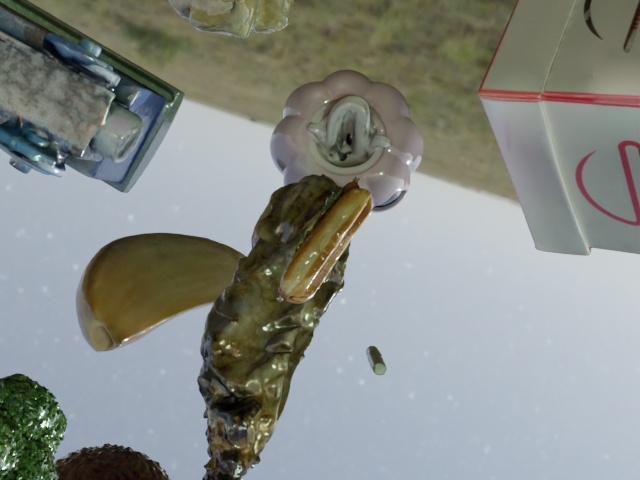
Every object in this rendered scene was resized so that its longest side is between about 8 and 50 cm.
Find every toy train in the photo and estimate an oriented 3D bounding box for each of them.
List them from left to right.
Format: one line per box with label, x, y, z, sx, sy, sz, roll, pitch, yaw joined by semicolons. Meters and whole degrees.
toy train;-0.276;-0.148;1.038;0.300;0.131;0.202;31;-176;7

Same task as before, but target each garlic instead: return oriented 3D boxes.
garlic;-0.209;0.084;1.793;0.339;0.151;0.196;-10;-141;-33

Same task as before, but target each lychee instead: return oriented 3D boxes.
lychee;-0.346;0.441;1.908;0.261;0.260;0.260;18;-175;-2

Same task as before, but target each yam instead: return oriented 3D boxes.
yam;0.073;0.158;1.590;0.021;0.021;0.116;18;-175;-5

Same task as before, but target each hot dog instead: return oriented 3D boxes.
hot dog;0.000;0.000;1.054;0.041;0.133;0.056;32;168;16

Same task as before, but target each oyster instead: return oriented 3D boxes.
oyster;-0.052;0.082;1.150;0.129;0.344;0.078;1;152;34

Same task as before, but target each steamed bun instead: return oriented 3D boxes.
steamed bun;-0.084;-0.308;1.304;0.106;0.177;0.192;7;-172;-41

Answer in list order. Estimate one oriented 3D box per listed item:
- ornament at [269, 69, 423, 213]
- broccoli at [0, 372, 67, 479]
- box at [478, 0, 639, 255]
ornament;0.030;-0.107;1.370;0.178;0.177;0.177;18;-175;-2
broccoli;-0.448;0.304;1.321;0.310;0.321;0.413;8;-151;42
box;0.407;-0.180;1.454;0.300;0.314;0.312;8;147;30
